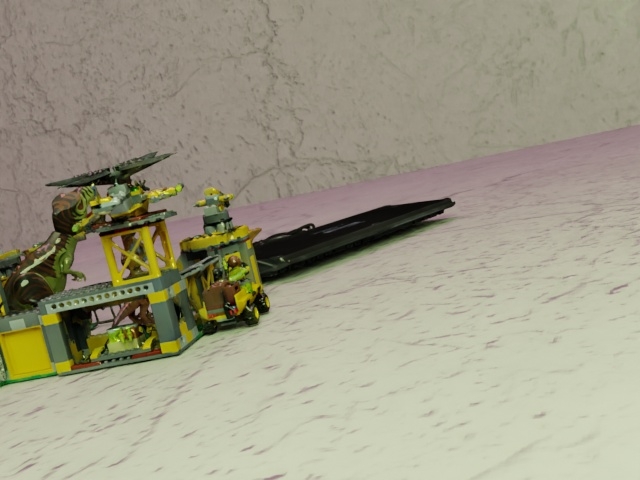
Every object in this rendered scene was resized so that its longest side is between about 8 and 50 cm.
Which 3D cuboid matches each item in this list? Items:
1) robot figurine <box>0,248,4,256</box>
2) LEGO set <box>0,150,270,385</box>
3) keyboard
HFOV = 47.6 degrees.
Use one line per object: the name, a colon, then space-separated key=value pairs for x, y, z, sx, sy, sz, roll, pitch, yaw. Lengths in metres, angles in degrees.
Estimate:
robot figurine: x=-0.549 y=0.018 z=0.821 sx=0.300 sy=0.200 sz=0.353 roll=41 pitch=15 yaw=27
LEGO set: x=-0.215 y=-0.005 z=0.590 sx=0.331 sy=0.192 sz=0.255 roll=-10 pitch=7 yaw=19
keyboard: x=0.000 y=0.000 z=0.861 sx=0.201 sy=0.033 sz=0.317 roll=-5 pitch=9 yaw=46
